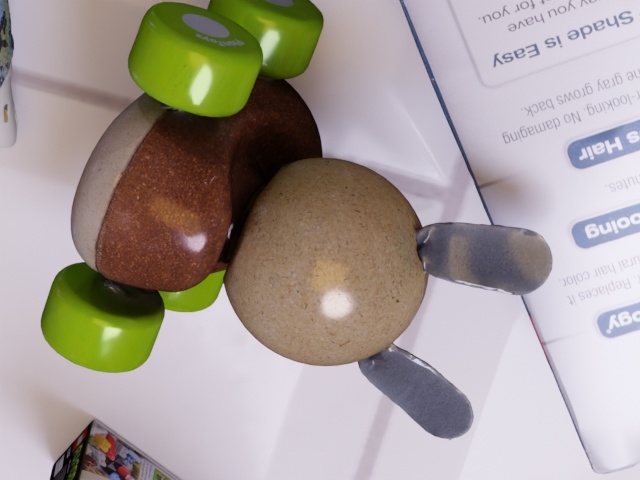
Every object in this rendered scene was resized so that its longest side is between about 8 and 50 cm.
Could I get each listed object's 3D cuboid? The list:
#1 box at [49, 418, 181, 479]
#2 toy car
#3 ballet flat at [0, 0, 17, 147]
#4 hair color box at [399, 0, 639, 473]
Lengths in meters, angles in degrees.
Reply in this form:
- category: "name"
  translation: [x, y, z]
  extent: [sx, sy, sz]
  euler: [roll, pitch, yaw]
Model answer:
- category: "box"
  translation: [-0.079, 0.167, 0.719]
  extent: [0.114, 0.207, 0.036]
  euler: [38, 103, -14]
- category: "toy car"
  translation: [0.000, 0.000, 0.678]
  extent: [0.188, 0.149, 0.155]
  euler: [27, 115, 10]
- category: "ballet flat"
  translation: [-0.179, -0.044, 0.732]
  extent: [0.070, 0.070, 0.188]
  euler: [31, 106, -11]
- category: "hair color box"
  translation: [0.143, -0.086, 0.685]
  extent: [0.173, 0.105, 0.347]
  euler: [-18, 108, 18]
